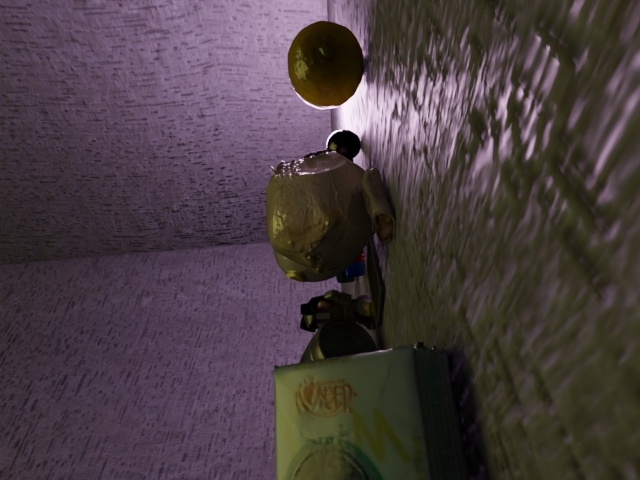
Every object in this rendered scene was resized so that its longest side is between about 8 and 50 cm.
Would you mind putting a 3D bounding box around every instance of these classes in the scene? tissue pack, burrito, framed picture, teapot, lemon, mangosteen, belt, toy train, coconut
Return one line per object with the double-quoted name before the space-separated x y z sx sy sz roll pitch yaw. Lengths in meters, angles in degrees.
"tissue pack" 0.074 0.374 0.631 0.162 0.287 0.388 26 -127 -50
"burrito" 0.146 -0.101 1.078 0.087 0.060 0.226 78 -176 -49
"framed picture" 0.183 0.127 1.413 0.217 0.017 0.274 86 179 -45
"teapot" 0.070 0.472 1.494 0.312 0.315 0.233 -58 11 38
"lemon" 0.016 -0.544 1.312 0.320 0.245 0.245 -80 -15 -87
"mangosteen" 0.086 -0.337 1.550 0.137 0.137 0.151 -98 9 -74
"belt" 0.123 0.101 2.162 0.267 0.116 0.206 -101 9 -59
"toy train" 0.139 0.051 1.810 0.204 0.083 0.131 -95 -1 -56
"coconut" 0.005 -0.076 1.272 0.346 0.346 0.360 87 172 -70

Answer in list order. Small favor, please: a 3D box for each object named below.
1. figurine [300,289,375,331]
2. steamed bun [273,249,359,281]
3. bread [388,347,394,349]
"figurine" 0.064 0.274 1.573 0.143 0.308 0.308 -87 -6 -57
"steamed bun" -0.005 -0.004 1.604 0.334 0.374 0.334 42 -157 -23
"bread" 0.196 0.320 1.081 0.088 0.034 0.049 -90 -17 -46
